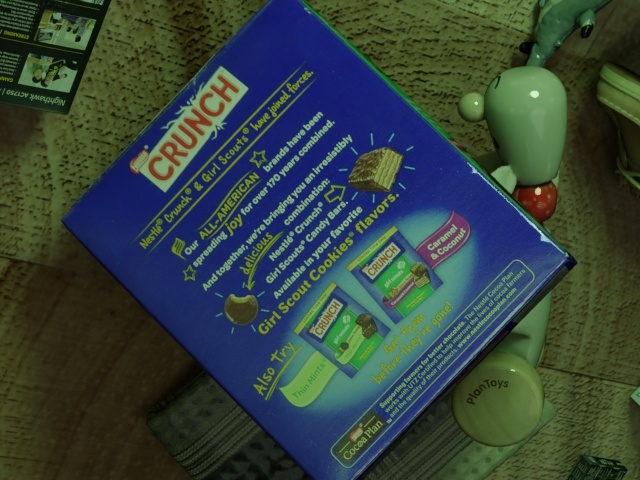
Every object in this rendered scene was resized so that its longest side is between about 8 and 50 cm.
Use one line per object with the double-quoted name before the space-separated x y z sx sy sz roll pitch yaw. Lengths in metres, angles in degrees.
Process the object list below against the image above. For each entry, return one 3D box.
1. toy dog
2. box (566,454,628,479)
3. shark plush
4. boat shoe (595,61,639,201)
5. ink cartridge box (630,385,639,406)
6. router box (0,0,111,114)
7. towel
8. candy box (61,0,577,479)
"toy dog" 0.130 0.014 1.478 0.161 0.220 0.333 4 89 6
"box" 0.314 0.293 1.925 0.067 0.018 0.083 14 112 -38
"shark plush" 0.227 -0.208 1.492 0.161 0.067 0.073 -44 133 2
"boat shoe" 0.349 -0.075 1.638 0.098 0.109 0.302 -50 138 6
"ink cartridge box" 0.462 0.139 1.894 0.207 0.046 0.097 -45 132 3
"router box" -0.253 -0.174 1.229 0.179 0.046 0.133 9 116 -36
"towel" 0.037 0.168 1.610 0.324 0.056 0.312 -40 116 -1
"candy box" 0.000 0.000 1.326 0.268 0.317 0.122 -46 170 5
